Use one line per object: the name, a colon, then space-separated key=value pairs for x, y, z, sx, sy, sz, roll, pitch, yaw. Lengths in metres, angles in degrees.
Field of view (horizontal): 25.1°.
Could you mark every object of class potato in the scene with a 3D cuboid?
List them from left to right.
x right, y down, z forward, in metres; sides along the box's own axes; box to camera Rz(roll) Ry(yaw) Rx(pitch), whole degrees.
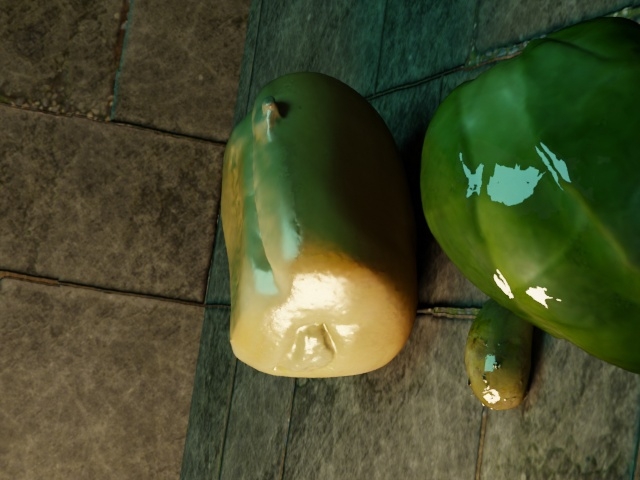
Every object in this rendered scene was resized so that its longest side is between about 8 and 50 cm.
potato: x=0.203 y=0.124 z=1.633 sx=0.091 sy=0.070 sz=0.138 roll=143 pitch=133 yaw=-60

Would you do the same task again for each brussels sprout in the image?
brussels sprout: x=0.250 y=-0.051 z=1.312 sx=0.276 sy=0.315 sz=0.371 roll=-52 pitch=20 yaw=7

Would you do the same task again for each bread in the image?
bread: x=0.000 y=0.000 z=1.972 sx=0.348 sy=0.253 sz=0.376 roll=115 pitch=157 yaw=-47
